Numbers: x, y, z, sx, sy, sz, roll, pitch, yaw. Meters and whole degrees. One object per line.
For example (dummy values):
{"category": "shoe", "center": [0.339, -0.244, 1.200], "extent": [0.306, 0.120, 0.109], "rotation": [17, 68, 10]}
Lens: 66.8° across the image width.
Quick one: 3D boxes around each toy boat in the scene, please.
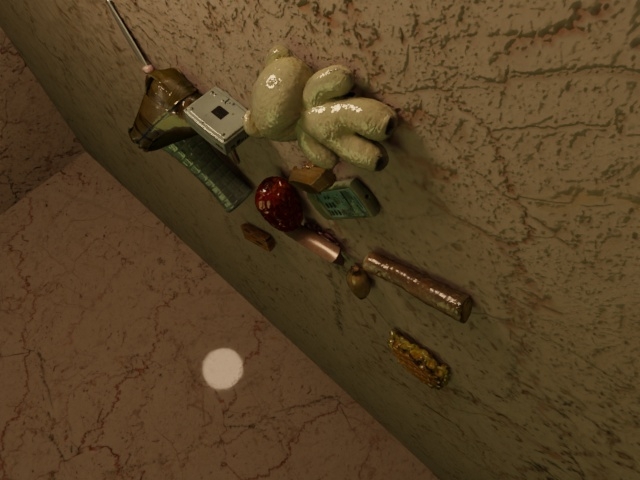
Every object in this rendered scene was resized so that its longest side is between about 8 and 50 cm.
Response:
{"category": "toy boat", "center": [-0.022, -0.150, 1.107], "extent": [0.064, 0.072, 0.206], "rotation": [36, 176, -24]}

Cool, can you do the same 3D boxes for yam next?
{"category": "yam", "center": [0.219, 0.101, 1.145], "extent": [0.299, 0.066, 0.066], "rotation": [27, 154, 40]}

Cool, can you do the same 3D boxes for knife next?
{"category": "knife", "center": [-0.519, -0.534, 1.409], "extent": [0.081, 0.043, 0.336], "rotation": [29, 150, 53]}

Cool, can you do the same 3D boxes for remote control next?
{"category": "remote control", "center": [0.046, -0.093, 1.137], "extent": [0.098, 0.038, 0.233], "rotation": [51, 159, -19]}

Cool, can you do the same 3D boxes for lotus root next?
{"category": "lotus root", "center": [0.110, 0.118, 1.400], "extent": [0.073, 0.062, 0.150], "rotation": [59, 172, 41]}

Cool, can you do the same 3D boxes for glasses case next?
{"category": "glasses case", "center": [0.000, 0.000, 1.401], "extent": [0.193, 0.070, 0.102], "rotation": [31, -176, 29]}
{"category": "glasses case", "center": [-0.240, -0.017, 1.868], "extent": [0.170, 0.041, 0.065], "rotation": [26, 142, 44]}

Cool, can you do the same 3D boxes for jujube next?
{"category": "jujube", "center": [-0.110, -0.096, 1.329], "extent": [0.109, 0.112, 0.176], "rotation": [64, -176, 39]}

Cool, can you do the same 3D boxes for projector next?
{"category": "projector", "center": [-0.243, -0.297, 1.189], "extent": [0.147, 0.115, 0.061], "rotation": [40, 158, 14]}

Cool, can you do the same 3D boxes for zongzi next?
{"category": "zongzi", "center": [-0.372, -0.293, 1.331], "extent": [0.289, 0.123, 0.260], "rotation": [41, 126, 1]}

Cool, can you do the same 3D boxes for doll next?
{"category": "doll", "center": [0.009, -0.221, 0.868], "extent": [0.278, 0.175, 0.149], "rotation": [29, -165, 17]}

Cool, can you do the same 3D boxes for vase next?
{"category": "vase", "center": [-0.355, -0.229, 1.530], "extent": [0.299, 0.143, 0.143], "rotation": [47, 161, -14]}

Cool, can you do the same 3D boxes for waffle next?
{"category": "waffle", "center": [0.311, 0.391, 1.577], "extent": [0.243, 0.059, 0.238], "rotation": [35, 162, 33]}

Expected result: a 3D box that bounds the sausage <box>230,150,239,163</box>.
{"category": "sausage", "center": [-0.260, -0.262, 1.446], "extent": [0.015, 0.015, 0.100], "rotation": [33, 158, 30]}
